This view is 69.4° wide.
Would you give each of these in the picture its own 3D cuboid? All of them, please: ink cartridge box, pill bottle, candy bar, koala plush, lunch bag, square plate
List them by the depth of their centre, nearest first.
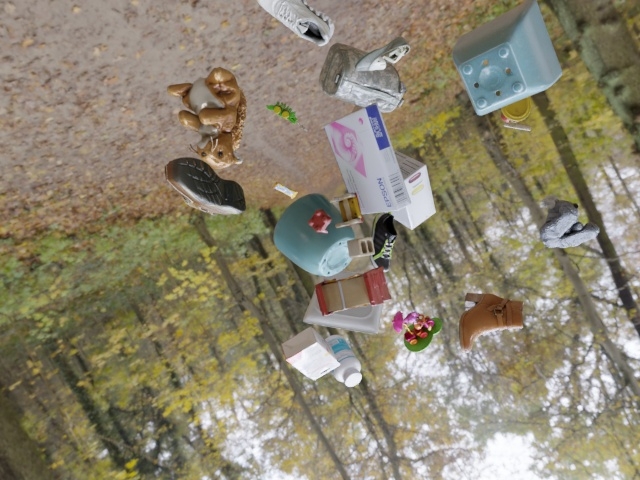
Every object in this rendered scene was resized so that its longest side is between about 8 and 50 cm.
[{"bbox_3d":[-0.027,0.370,1.495,0.115,0.198,0.067,-31,-134,5],"label":"ink cartridge box"},{"bbox_3d":[0.124,-0.246,1.513,0.071,0.325,0.330,-27,-169,-27],"label":"ink cartridge box"},{"bbox_3d":[0.172,-0.648,1.893,0.304,0.256,0.213,11,124,-23],"label":"lunch bag"},{"bbox_3d":[1.035,-0.095,1.982,0.203,0.196,0.221,-44,-162,41],"label":"koala plush"},{"bbox_3d":[-0.163,-0.230,2.102,0.040,0.018,0.161,-48,147,13],"label":"candy bar"},{"bbox_3d":[0.125,0.260,2.153,0.343,0.049,0.347,7,-136,14],"label":"square plate"},{"bbox_3d":[0.111,0.618,2.365,0.146,0.146,0.264,-28,-141,-7],"label":"pill bottle"}]

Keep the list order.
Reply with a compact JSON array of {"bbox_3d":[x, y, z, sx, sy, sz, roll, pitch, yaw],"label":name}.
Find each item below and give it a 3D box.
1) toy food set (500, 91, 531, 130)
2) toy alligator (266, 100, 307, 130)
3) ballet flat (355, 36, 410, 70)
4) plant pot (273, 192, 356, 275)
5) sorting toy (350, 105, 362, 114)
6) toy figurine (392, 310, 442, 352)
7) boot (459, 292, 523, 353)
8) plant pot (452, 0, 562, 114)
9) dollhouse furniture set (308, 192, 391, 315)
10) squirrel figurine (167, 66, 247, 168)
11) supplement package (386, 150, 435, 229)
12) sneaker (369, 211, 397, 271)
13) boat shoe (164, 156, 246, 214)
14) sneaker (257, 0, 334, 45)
[{"bbox_3d":[0.802,-0.556,1.933,0.128,0.218,0.071,2,173,-3],"label":"toy food set"},{"bbox_3d":[-0.124,-0.503,1.834,0.051,0.189,0.056,-60,-177,10],"label":"toy alligator"},{"bbox_3d":[0.217,-0.621,1.570,0.213,0.068,0.072,-35,167,-14],"label":"ballet flat"},{"bbox_3d":[0.000,0.000,1.810,0.292,0.235,0.293,-27,141,-25],"label":"plant pot"},{"bbox_3d":[0.186,-0.516,2.163,0.038,0.193,0.208,4,130,-46],"label":"sorting toy"},{"bbox_3d":[0.345,0.315,1.726,0.173,0.159,0.130,-37,-144,18],"label":"toy figurine"},{"bbox_3d":[0.645,0.319,1.745,0.220,0.109,0.283,7,-140,24],"label":"boot"},{"bbox_3d":[0.529,-0.511,1.356,0.247,0.247,0.252,-16,-159,40],"label":"plant pot"},{"bbox_3d":[0.081,0.047,1.532,0.201,0.375,0.152,-15,176,28],"label":"dollhouse furniture set"},{"bbox_3d":[-0.427,-0.494,1.999,0.280,0.371,0.397,-10,-176,18],"label":"squirrel figurine"},{"bbox_3d":[0.360,-0.218,2.002,0.145,0.262,0.204,-35,-140,-12],"label":"supplement package"},{"bbox_3d":[0.242,0.001,1.750,0.084,0.235,0.097,4,170,-28],"label":"sneaker"},{"bbox_3d":[-0.337,-0.134,1.320,0.119,0.123,0.324,-13,162,19],"label":"boat shoe"},{"bbox_3d":[-0.085,-0.767,1.574,0.110,0.291,0.118,-50,-158,42],"label":"sneaker"}]
